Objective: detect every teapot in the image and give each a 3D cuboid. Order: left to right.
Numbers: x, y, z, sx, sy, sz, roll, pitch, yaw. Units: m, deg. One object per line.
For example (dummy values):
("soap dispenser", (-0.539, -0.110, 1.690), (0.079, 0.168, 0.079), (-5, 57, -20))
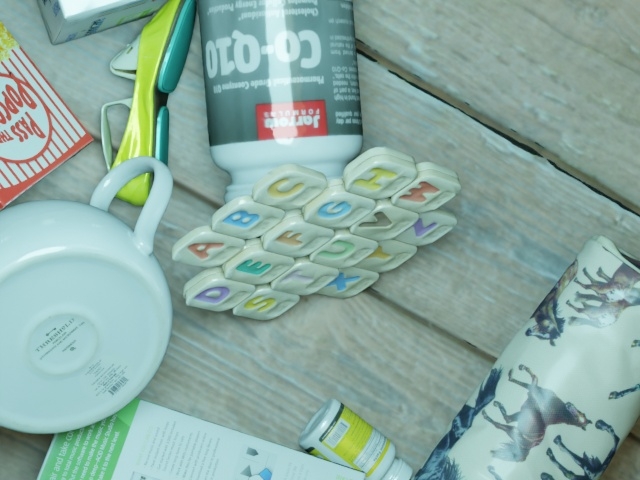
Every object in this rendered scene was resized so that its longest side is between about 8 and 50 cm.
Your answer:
("teapot", (-0.273, 0.052, 1.717), (0.256, 0.187, 0.252), (-5, 121, -19))

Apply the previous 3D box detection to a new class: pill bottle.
("pill bottle", (-0.039, -0.155, 1.772), (0.161, 0.161, 0.283), (-5, 91, -9))
("pill bottle", (0.039, 0.227, 1.838), (0.116, 0.065, 0.065), (39, 84, -8))

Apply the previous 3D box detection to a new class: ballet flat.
("ballet flat", (-0.187, -0.152, 1.797), (0.077, 0.077, 0.231), (10, 91, 8))

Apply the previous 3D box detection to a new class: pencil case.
("pencil case", (0.243, 0.204, 1.823), (0.183, 0.160, 0.410), (38, 84, -20))

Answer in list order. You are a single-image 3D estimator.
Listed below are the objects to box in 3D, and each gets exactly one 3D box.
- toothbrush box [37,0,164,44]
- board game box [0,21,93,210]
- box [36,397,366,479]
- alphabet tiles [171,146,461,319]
("toothbrush box", (-0.252, -0.355, 1.712), (0.122, 0.206, 0.283), (-18, 92, -12))
("board game box", (-0.343, -0.136, 1.744), (0.193, 0.045, 0.147), (52, 46, -7))
("box", (-0.135, 0.292, 1.738), (0.322, 0.058, 0.232), (19, 54, -2))
("alphabet tiles", (0.000, 0.000, 1.726), (0.284, 0.278, 0.021), (-35, 59, 30))
